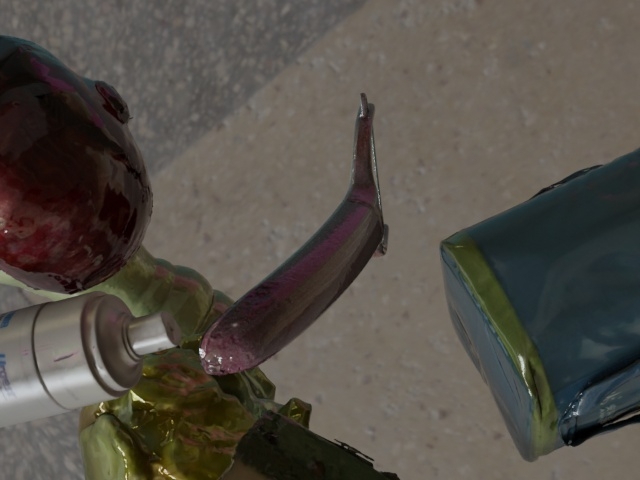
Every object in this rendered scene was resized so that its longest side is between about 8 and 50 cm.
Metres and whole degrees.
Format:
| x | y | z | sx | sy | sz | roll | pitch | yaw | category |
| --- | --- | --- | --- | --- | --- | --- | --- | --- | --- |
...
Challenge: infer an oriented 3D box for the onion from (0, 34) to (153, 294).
| x | y | z | sx | sy | sz | roll | pitch | yaw | category |
| --- | --- | --- | --- | --- | --- | --- | --- | --- | --- |
| -0.251 | -0.069 | 1.023 | 0.190 | 0.246 | 0.246 | -41 | 93 | -1 | onion |

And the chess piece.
| x | y | z | sx | sy | sz | roll | pitch | yaw | category |
| --- | --- | --- | --- | --- | --- | --- | --- | --- | --- |
| -0.299 | 0.051 | 1.674 | 0.442 | 0.234 | 0.234 | 45 | 74 | -24 | chess piece |

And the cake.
| x | y | z | sx | sy | sz | roll | pitch | yaw | category |
| --- | --- | --- | --- | --- | --- | --- | --- | --- | --- |
| 0.003 | 0.303 | 1.086 | 0.283 | 0.172 | 0.158 | 34 | 45 | -8 | cake |

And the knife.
| x | y | z | sx | sy | sz | roll | pitch | yaw | category |
| --- | --- | --- | --- | --- | --- | --- | --- | --- | --- |
| 0.002 | 0.000 | 0.775 | 0.053 | 0.278 | 0.123 | -1 | 116 | 24 | knife |

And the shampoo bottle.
| x | y | z | sx | sy | sz | roll | pitch | yaw | category |
| --- | --- | --- | --- | --- | --- | --- | --- | --- | --- |
| -0.254 | 0.104 | 0.944 | 0.303 | 0.092 | 0.092 | -15 | 86 | 15 | shampoo bottle |

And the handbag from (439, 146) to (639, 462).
| x | y | z | sx | sy | sz | roll | pitch | yaw | category |
| --- | --- | --- | --- | --- | --- | --- | --- | --- | --- |
| 0.259 | 0.063 | 1.118 | 0.241 | 0.263 | 0.222 | -26 | 57 | -2 | handbag |

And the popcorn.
| x | y | z | sx | sy | sz | roll | pitch | yaw | category |
| --- | --- | --- | --- | --- | --- | --- | --- | --- | --- |
| -0.143 | 0.228 | 1.207 | 0.225 | 0.276 | 0.276 | -1 | 82 | -26 | popcorn |
